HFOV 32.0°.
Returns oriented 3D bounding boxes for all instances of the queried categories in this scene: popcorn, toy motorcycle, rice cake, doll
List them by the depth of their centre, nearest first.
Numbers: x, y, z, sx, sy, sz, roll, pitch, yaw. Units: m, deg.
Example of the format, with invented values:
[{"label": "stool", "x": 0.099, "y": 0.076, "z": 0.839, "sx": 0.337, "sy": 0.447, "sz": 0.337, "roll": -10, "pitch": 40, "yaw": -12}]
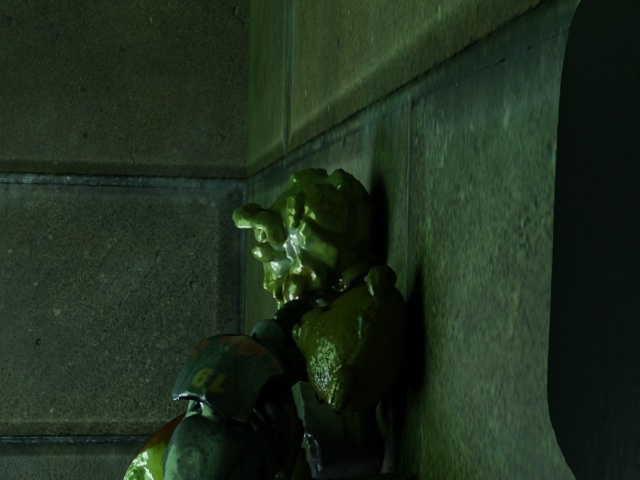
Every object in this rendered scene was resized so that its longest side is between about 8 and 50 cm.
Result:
[{"label": "doll", "x": 0.022, "y": 0.099, "z": 0.943, "sx": 0.209, "sy": 0.097, "sz": 0.137, "roll": 93, "pitch": -168, "yaw": -70}, {"label": "toy motorcycle", "x": -0.079, "y": 0.190, "z": 0.945, "sx": 0.173, "sy": 0.108, "sz": 0.307, "roll": 27, "pitch": -101, "yaw": -62}, {"label": "popcorn", "x": 0.000, "y": 0.000, "z": 1.064, "sx": 0.141, "sy": 0.162, "sz": 0.135, "roll": -64, "pitch": -22, "yaw": 13}, {"label": "rice cake", "x": 0.000, "y": 0.135, "z": 1.171, "sx": 0.365, "sy": 0.072, "sz": 0.056, "roll": -107, "pitch": 19, "yaw": -65}]

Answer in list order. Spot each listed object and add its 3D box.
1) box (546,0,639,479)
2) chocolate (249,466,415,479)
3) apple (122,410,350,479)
[{"label": "box", "x": 0.125, "y": 0.009, "z": 0.384, "sx": 0.212, "sy": 0.042, "sz": 0.201, "roll": -129, "pitch": 41, "yaw": -77}, {"label": "chocolate", "x": 0.014, "y": 0.243, "z": 0.798, "sx": 0.214, "sy": 0.148, "sz": 0.093, "roll": -113, "pitch": 19, "yaw": -76}, {"label": "apple", "x": -0.085, "y": 0.285, "z": 1.140, "sx": 0.226, "sy": 0.246, "sz": 0.246, "roll": -144, "pitch": 55, "yaw": -81}]
